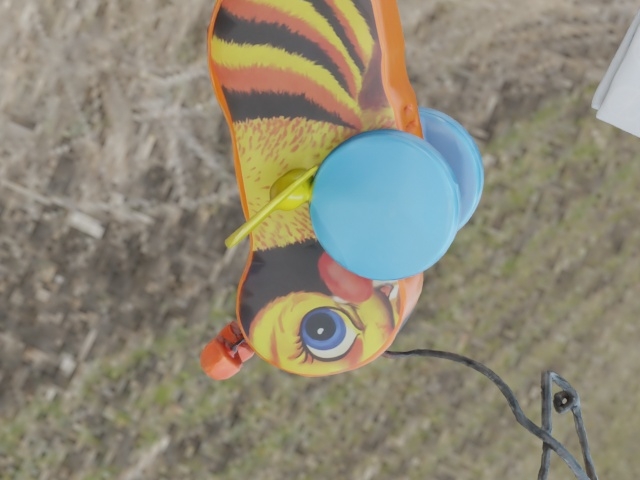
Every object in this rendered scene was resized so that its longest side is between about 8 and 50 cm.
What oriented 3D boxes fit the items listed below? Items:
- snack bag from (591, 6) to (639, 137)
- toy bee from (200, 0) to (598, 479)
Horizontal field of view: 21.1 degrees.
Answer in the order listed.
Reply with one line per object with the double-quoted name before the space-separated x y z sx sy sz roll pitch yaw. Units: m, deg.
"snack bag" 0.438 -0.193 1.450 0.037 0.323 0.342 -5 122 -66
"toy bee" 0.000 0.000 0.830 0.195 0.162 0.298 22 50 -69
